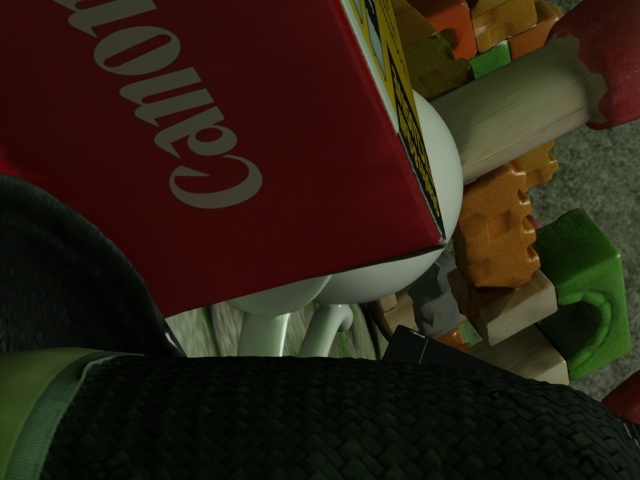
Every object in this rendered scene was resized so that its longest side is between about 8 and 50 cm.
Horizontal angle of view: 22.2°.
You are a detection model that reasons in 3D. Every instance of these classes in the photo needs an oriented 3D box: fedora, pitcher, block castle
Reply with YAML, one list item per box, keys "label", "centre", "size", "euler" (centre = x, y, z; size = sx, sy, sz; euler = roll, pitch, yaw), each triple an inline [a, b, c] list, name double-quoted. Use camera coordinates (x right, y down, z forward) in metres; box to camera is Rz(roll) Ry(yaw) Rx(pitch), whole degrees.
- label: "fedora"
  centre: [0.008, 0.119, 0.353]
  size: [0.334, 0.152, 0.334]
  euler: [-13, 90, -83]
- label: "pitcher"
  centre: [0.000, 0.000, 0.838]
  size: [0.207, 0.125, 0.178]
  euler: [-16, 110, -72]
- label: "block castle"
  centre: [0.149, -0.037, 1.193]
  size: [0.303, 0.212, 0.453]
  euler: [53, -14, 44]

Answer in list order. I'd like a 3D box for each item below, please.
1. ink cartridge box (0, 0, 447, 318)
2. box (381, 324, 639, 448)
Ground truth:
- label: "ink cartridge box"
  centre: [-0.056, -0.099, 0.520]
  size: [0.309, 0.130, 0.272]
  euler: [59, 18, -63]
- label: "box"
  centre: [0.099, 0.138, 0.877]
  size: [0.261, 0.184, 0.103]
  euler: [-33, 148, -82]
